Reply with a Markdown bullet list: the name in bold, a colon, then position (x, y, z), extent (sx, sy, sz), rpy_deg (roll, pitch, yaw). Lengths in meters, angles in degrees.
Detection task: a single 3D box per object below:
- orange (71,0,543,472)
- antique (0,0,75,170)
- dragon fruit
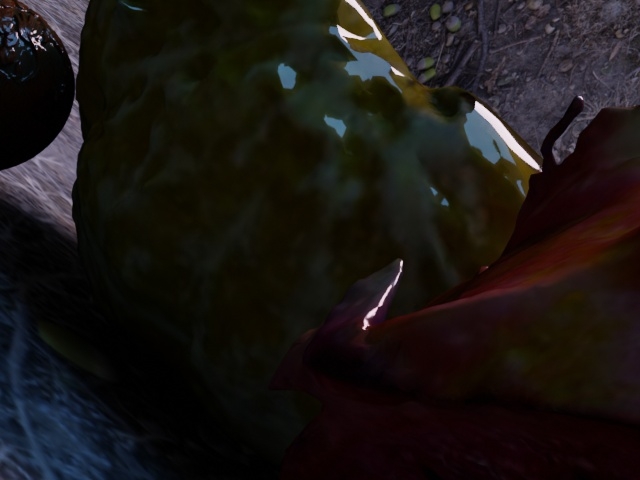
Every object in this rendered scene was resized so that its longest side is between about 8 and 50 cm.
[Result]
- **orange**: position (0.000, 0.000, 0.685), extent (0.369, 0.210, 0.271), rpy_deg (44, -13, 17)
- **antique**: position (-0.184, -0.087, 0.747), extent (0.104, 0.104, 0.104), rpy_deg (38, 9, -8)
- **dragon fruit**: position (0.182, 0.100, 0.451), extent (0.386, 0.249, 0.371), rpy_deg (45, -31, -13)
